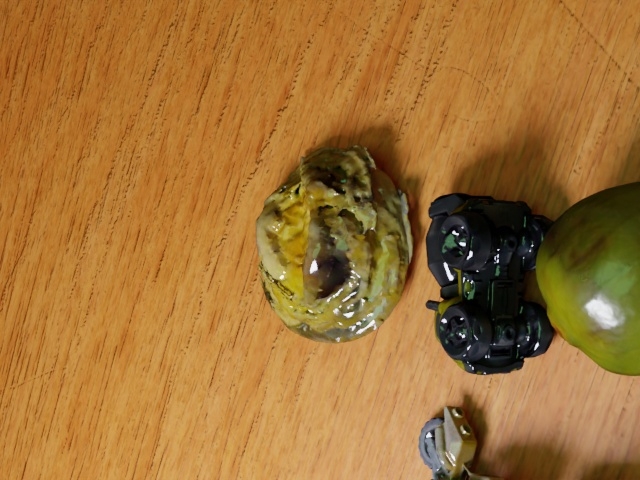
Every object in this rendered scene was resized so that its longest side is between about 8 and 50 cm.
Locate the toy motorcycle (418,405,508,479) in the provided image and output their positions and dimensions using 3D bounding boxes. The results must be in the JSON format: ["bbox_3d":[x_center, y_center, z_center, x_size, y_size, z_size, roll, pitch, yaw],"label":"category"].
[{"bbox_3d":[0.200,0.309,1.184,0.129,0.094,0.229,-55,40,34],"label":"toy motorcycle"}]

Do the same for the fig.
[{"bbox_3d":[0.349,0.028,1.029,0.207,0.207,0.230,46,112,27],"label":"fig"}]

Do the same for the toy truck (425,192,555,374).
[{"bbox_3d":[0.196,0.052,1.188,0.165,0.147,0.224,6,95,59],"label":"toy truck"}]

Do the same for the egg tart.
[{"bbox_3d":[0.000,0.000,1.327,0.297,0.132,0.297,-6,80,38],"label":"egg tart"}]
